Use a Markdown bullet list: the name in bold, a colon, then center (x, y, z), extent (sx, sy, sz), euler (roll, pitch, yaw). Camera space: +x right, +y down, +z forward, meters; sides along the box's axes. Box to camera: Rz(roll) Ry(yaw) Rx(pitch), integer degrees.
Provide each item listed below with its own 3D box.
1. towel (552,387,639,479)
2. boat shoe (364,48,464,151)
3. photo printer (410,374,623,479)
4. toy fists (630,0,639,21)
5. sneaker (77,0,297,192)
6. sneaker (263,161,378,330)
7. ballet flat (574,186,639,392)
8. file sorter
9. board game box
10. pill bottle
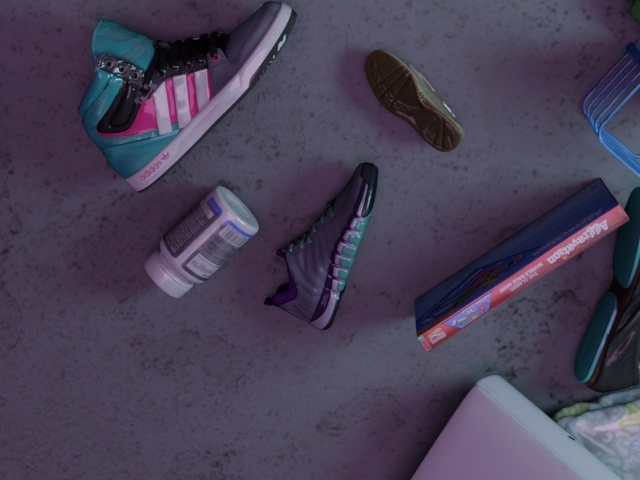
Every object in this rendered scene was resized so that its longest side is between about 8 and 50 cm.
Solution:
- **towel**: center (0.516, 0.318, 1.716), extent (0.374, 0.090, 0.321), euler (-16, 101, 7)
- **boat shoe**: center (0.116, -0.173, 1.632), extent (0.153, 0.048, 0.056), euler (43, 115, -1)
- **photo printer**: center (0.254, 0.356, 1.647), extent (0.307, 0.107, 0.256), euler (41, 109, 31)
- **toy fists**: center (0.502, -0.247, 1.562), extent (0.279, 0.096, 0.142), euler (23, 106, -5)
- **sneaker**: center (-0.183, -0.215, 1.597), extent (0.178, 0.124, 0.295), euler (42, 104, -17)
- **sneaker**: center (0.000, 0.000, 1.661), extent (0.098, 0.083, 0.224), euler (19, 106, 3)
- **ballet flat**: center (0.395, 0.062, 1.657), extent (0.096, 0.095, 0.280), euler (9, 116, -10)
- **file sorter**: center (0.381, -0.142, 1.557), extent (0.118, 0.170, 0.104), euler (39, 106, -7)
- **board game box**: center (0.236, 0.027, 1.621), extent (0.281, 0.145, 0.027), euler (-34, 100, 11)
- **pill bottle**: center (-0.150, 0.004, 1.669), extent (0.137, 0.078, 0.078), euler (-42, 99, 12)
